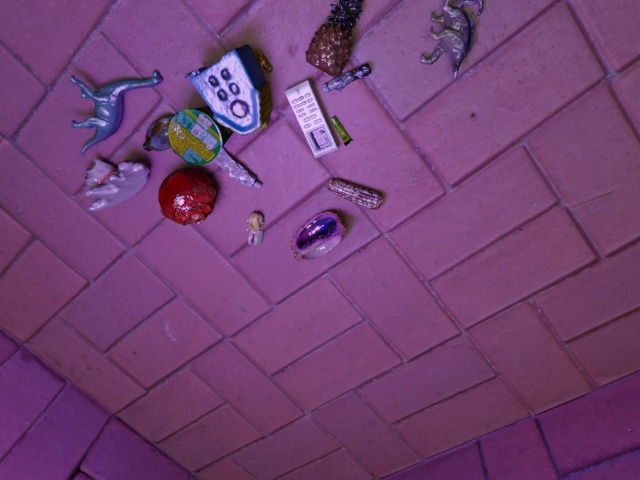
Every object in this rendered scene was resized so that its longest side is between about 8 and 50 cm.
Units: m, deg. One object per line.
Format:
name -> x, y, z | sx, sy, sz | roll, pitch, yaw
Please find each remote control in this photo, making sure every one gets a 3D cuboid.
remote control -> -0.031, -0.462, 1.628 | 0.102, 0.055, 0.277 | -20, 112, 17

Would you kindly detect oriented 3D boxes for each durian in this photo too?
durian -> 0.001, -0.006, 1.820 | 0.260, 0.154, 0.186 | -20, 135, 10

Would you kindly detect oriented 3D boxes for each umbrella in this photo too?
umbrella -> 0.096, -0.586, 1.553 | 0.188, 0.046, 0.050 | -19, 93, 16

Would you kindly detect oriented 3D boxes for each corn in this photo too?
corn -> 0.143, -0.192, 1.737 | 0.237, 0.079, 0.080 | 23, 117, -1

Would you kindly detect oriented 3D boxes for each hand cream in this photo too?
hand cream -> -0.351, -0.297, 1.758 | 0.257, 0.050, 0.084 | 40, 118, -10
hand cream -> 0.079, -0.426, 1.652 | 0.036, 0.023, 0.122 | -30, 113, 16

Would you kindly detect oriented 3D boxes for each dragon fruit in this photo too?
dragon fruit -> -0.539, -0.177, 1.728 | 0.240, 0.252, 0.241 | 8, 150, 5

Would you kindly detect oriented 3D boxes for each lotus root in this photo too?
lotus root -> -0.640, -0.420, 1.707 | 0.192, 0.088, 0.113 | -31, 93, 21

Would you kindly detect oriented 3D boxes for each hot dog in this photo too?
hot dog -> -0.211, -0.658, 1.562 | 0.030, 0.034, 0.090 | -30, 110, 19

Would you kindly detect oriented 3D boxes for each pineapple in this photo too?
pineapple -> 0.064, -0.710, 1.449 | 0.157, 0.158, 0.279 | 28, 106, -7

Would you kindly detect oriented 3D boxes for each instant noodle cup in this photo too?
instant noodle cup -> -0.431, -0.416, 1.599 | 0.207, 0.233, 0.207 | 4, 120, 7

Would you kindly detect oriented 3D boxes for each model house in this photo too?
model house -> -0.287, -0.525, 1.529 | 0.215, 0.237, 0.303 | -27, 114, 17

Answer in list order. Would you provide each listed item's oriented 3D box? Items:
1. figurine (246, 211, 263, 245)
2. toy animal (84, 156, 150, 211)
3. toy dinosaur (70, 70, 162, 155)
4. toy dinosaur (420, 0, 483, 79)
figurine -> -0.288, -0.048, 1.864 | 0.083, 0.083, 0.187 | 16, 127, -1
toy animal -> -0.845, -0.280, 1.751 | 0.266, 0.188, 0.308 | -11, 160, -22
toy dinosaur -> -0.798, -0.497, 1.692 | 0.330, 0.129, 0.384 | 7, 119, -7
toy dinosaur -> 0.445, -0.708, 1.432 | 0.162, 0.077, 0.294 | 11, 117, 1
